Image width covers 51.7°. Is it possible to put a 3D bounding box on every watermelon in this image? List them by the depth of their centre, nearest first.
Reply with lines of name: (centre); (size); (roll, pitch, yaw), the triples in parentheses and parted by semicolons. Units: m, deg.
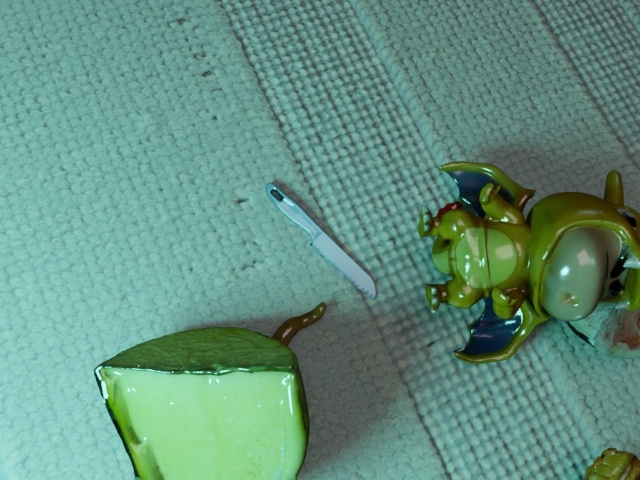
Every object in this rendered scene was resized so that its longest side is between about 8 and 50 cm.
watermelon: (0.583, 0.104, 1.281); (0.224, 0.180, 0.305); (36, 71, 20)

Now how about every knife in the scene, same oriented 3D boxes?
knife: (0.000, 0.000, 1.306); (0.313, 0.019, 0.044); (44, 78, 6)

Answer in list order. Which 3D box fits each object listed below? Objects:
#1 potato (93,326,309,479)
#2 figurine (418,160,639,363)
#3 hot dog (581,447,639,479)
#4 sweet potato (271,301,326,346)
potato: (-0.162, 0.304, 1.096); (0.330, 0.213, 0.280); (-4, 97, 11)
figurine: (0.377, 0.000, 1.215); (0.387, 0.268, 0.401); (-5, 69, 6)
hot dog: (0.461, 0.524, 1.151); (0.158, 0.117, 0.349); (40, 75, -24)
sweet potato: (-0.059, 0.172, 1.224); (0.044, 0.044, 0.179); (45, 63, 7)
